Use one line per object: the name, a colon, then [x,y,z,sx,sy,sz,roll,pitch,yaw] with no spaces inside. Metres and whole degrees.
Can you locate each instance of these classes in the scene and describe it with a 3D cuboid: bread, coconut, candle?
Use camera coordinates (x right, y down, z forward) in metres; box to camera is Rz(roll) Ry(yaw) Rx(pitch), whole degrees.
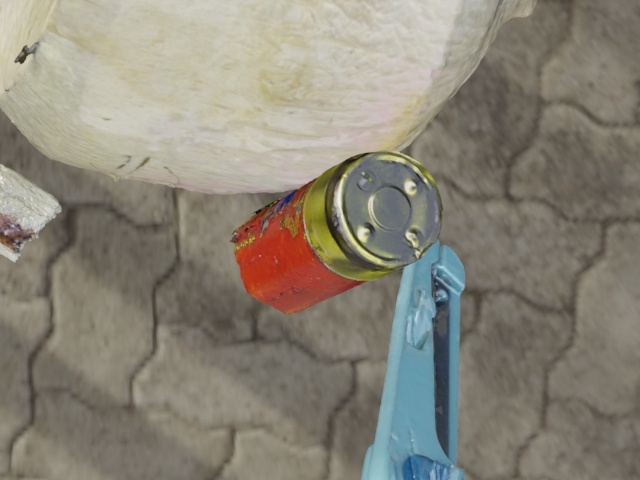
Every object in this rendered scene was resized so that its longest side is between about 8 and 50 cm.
bread: [-0.273,-0.024,1.627,0.070,0.035,0.083,37,134,-16]
coconut: [-0.022,-0.219,1.277,0.405,0.404,0.404,-2,111,-6]
candle: [0.000,0.000,0.790,0.052,0.131,0.052,6,76,-24]

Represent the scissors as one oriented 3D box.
scissors: [0.054,0.142,0.967,0.180,0.393,0.032,30,131,-21]
